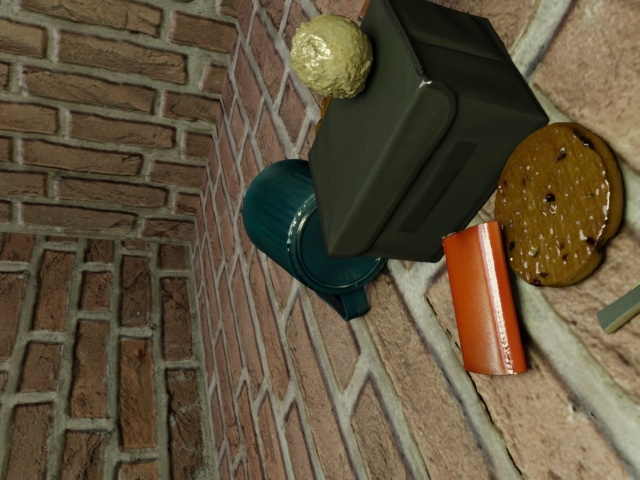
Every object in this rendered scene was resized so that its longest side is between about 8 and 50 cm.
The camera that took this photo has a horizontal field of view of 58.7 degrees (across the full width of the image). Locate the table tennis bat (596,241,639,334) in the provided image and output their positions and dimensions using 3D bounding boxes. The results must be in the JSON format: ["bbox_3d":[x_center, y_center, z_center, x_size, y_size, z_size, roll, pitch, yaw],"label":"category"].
[{"bbox_3d":[0.358,0.027,0.564,0.220,0.019,0.130,121,148,-45],"label":"table tennis bat"}]

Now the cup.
[{"bbox_3d":[-0.016,-0.005,1.207,0.292,0.242,0.307,31,112,63],"label":"cup"}]

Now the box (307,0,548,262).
[{"bbox_3d":[0.140,-0.166,0.898,0.345,0.205,0.251,118,149,-45],"label":"box"}]

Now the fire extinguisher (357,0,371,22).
[{"bbox_3d":[0.109,-0.535,1.295,0.083,0.023,0.028,119,166,-46],"label":"fire extinguisher"}]

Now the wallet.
[{"bbox_3d":[0.227,0.084,0.802,0.142,0.045,0.204,139,124,-74],"label":"wallet"}]

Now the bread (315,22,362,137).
[{"bbox_3d":[0.060,-0.315,1.297,0.124,0.084,0.343,41,125,42],"label":"bread"}]

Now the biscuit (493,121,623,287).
[{"bbox_3d":[0.292,-0.044,0.718,0.212,0.036,0.212,-174,90,-70],"label":"biscuit"}]

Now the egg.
[{"bbox_3d":[0.015,-0.256,0.799,0.140,0.116,0.118,-63,-39,-75],"label":"egg"}]
